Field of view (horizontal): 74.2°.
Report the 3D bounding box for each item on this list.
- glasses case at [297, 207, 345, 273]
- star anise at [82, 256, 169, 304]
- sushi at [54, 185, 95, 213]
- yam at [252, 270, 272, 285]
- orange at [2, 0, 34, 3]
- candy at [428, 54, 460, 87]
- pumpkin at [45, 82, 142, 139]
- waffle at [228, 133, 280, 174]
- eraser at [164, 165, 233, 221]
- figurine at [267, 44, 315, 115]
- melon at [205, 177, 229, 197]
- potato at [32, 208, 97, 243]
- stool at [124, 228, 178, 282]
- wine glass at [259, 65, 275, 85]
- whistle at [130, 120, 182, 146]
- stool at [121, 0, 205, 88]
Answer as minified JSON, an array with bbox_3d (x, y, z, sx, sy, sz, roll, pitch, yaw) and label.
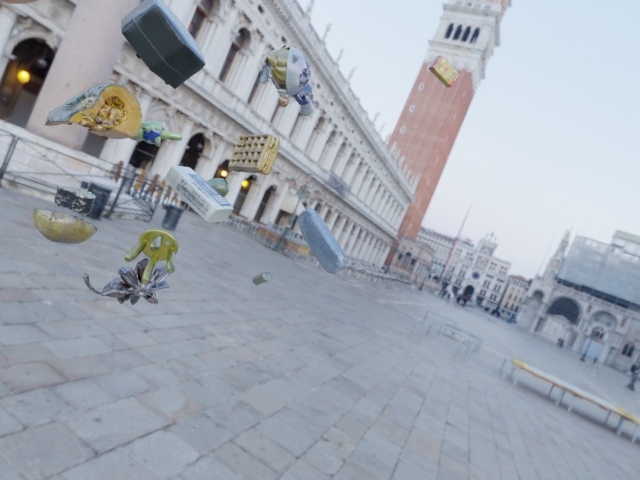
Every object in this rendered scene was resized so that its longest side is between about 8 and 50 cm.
[{"bbox_3d":[0.000,0.000,1.620,0.067,0.109,0.282,-11,60,-41],"label":"glasses case"},{"bbox_3d":[-0.805,0.169,1.842,0.139,0.316,0.359,43,-22,33],"label":"star anise"},{"bbox_3d":[-0.871,-0.149,1.504,0.150,0.078,0.090,19,8,23],"label":"sushi"},{"bbox_3d":[-0.281,0.182,2.037,0.054,0.054,0.132,23,-27,-27],"label":"yam"},{"bbox_3d":[-0.920,-0.852,1.212,0.312,0.312,0.312,23,1,0],"label":"orange"},{"bbox_3d":[0.499,-0.682,1.711,0.122,0.062,0.038,35,4,-22],"label":"candy"},{"bbox_3d":[-0.717,-0.384,1.377,0.139,0.280,0.190,3,-44,23],"label":"pumpkin"},{"bbox_3d":[-0.367,-0.471,2.308,0.327,0.224,0.098,14,-10,46],"label":"waffle"},{"bbox_3d":[-0.499,-0.191,1.738,0.279,0.081,0.124,42,19,12],"label":"eraser"},{"bbox_3d":[-0.081,-0.512,1.406,0.133,0.194,0.274,4,-36,20],"label":"figurine"},{"bbox_3d":[-0.542,-0.256,2.147,0.167,0.114,0.114,-18,-14,17],"label":"melon"},{"bbox_3d":[-1.021,-0.037,1.717,0.120,0.100,0.261,-6,-23,26],"label":"potato"},{"bbox_3d":[-0.466,0.039,1.191,0.134,0.135,0.110,18,29,-14],"label":"stool"},{"bbox_3d":[-0.222,-0.896,2.383,0.222,0.103,0.103,8,10,-35],"label":"wine glass"},{"bbox_3d":[-0.645,-0.410,1.615,0.227,0.085,0.105,8,-6,-20],"label":"whistle"},{"bbox_3d":[-0.449,-0.567,1.219,0.232,0.141,0.232,53,9,-12],"label":"stool"}]
